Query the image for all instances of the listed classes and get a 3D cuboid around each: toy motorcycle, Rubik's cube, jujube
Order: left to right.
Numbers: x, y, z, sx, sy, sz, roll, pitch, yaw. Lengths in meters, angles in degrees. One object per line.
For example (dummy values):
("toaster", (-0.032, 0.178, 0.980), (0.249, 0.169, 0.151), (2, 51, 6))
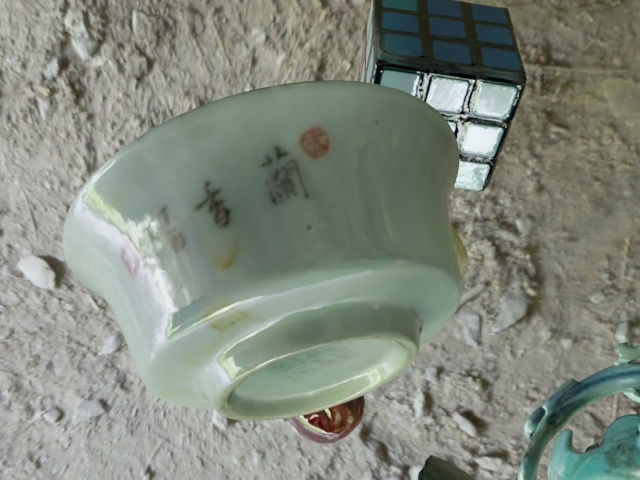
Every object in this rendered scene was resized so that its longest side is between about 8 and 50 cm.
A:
("jujube", (-0.020, 0.298, 1.581), (0.230, 0.155, 0.155), (41, 78, -24))
("Rubik's cube", (0.126, -0.171, 0.910), (0.161, 0.163, 0.162), (8, 45, -3))
("toy motorcycle", (0.336, 0.219, 0.845), (0.260, 0.206, 0.154), (-31, 130, -14))

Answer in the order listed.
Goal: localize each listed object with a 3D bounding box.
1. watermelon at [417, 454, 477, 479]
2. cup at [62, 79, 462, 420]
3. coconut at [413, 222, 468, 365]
("watermelon", (0.082, 0.286, 0.479), (0.201, 0.213, 0.261), (-36, 84, 18))
("cup", (-0.024, 0.044, 0.666), (0.347, 0.347, 0.163), (-13, 64, -11))
("coconut", (0.107, 0.043, 1.574), (0.346, 0.346, 0.360), (16, 102, -8))
